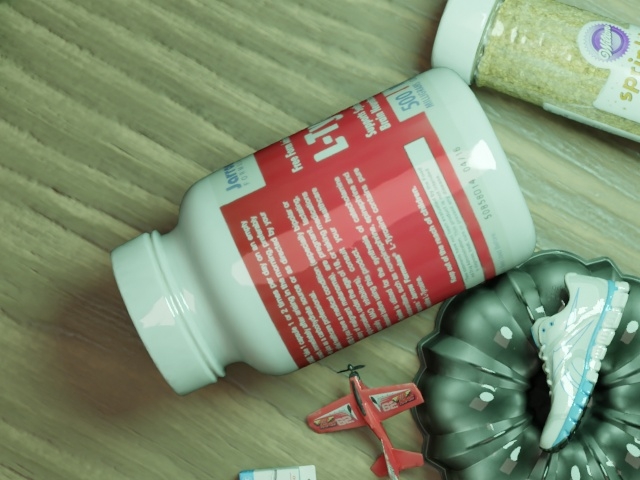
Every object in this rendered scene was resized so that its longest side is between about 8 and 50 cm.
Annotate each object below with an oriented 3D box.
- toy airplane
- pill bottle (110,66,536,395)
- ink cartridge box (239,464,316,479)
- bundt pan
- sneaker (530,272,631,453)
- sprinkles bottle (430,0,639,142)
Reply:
[{"bbox_3d":[0.063,0.203,1.668,0.151,0.028,0.151,9,109,27],"label":"toy airplane"},{"bbox_3d":[0.000,0.000,1.599,0.407,0.229,0.229,-26,87,0],"label":"pill bottle"},{"bbox_3d":[-0.046,0.276,1.687,0.083,0.028,0.048,-6,87,1],"label":"ink cartridge box"},{"bbox_3d":[0.261,0.172,1.636,0.330,0.124,0.331,0,88,2],"label":"bundt pan"},{"bbox_3d":[0.247,0.121,1.549,0.082,0.071,0.191,20,80,9],"label":"sneaker"},{"bbox_3d":[0.301,-0.181,1.633,0.355,0.121,0.121,21,88,10],"label":"sprinkles bottle"}]
